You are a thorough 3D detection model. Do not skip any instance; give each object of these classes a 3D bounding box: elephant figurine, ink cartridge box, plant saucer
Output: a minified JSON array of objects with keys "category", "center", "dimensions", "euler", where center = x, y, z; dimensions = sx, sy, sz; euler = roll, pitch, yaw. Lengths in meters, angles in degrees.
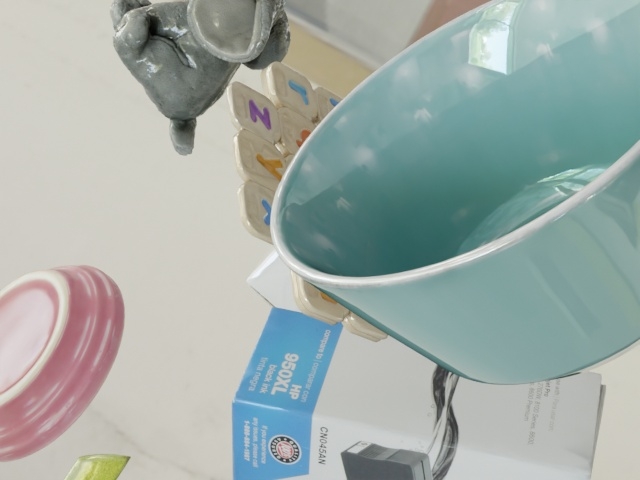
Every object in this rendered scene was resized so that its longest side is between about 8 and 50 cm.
[{"category":"elephant figurine","center":[-0.102,-0.252,1.411],"dimensions":[0.186,0.239,0.169],"euler":[55,-162,-36]},{"category":"ink cartridge box","center":[0.107,0.265,1.466],"dimensions":[0.395,0.285,0.166],"euler":[10,-140,10]},{"category":"ink cartridge box","center":[0.000,0.000,1.718],"dimensions":[0.092,0.158,0.218],"euler":[42,-161,-6]},{"category":"plant saucer","center":[-0.275,0.296,1.341],"dimensions":[0.045,0.188,0.188],"euler":[35,167,-3]},{"category":"plant saucer","center":[-0.445,0.169,1.916],"dimensions":[0.084,0.332,0.332],"euler":[43,-168,-38]}]

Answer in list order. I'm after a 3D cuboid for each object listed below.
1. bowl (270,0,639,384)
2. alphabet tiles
[{"category":"bowl","center":[0.140,-0.026,0.837],"dimensions":[0.163,0.311,0.311],"euler":[54,-167,-27]},{"category":"alphabet tiles","center":[0.005,-0.041,1.276],"dimensions":[0.278,0.021,0.284],"euler":[23,-132,-46]}]
